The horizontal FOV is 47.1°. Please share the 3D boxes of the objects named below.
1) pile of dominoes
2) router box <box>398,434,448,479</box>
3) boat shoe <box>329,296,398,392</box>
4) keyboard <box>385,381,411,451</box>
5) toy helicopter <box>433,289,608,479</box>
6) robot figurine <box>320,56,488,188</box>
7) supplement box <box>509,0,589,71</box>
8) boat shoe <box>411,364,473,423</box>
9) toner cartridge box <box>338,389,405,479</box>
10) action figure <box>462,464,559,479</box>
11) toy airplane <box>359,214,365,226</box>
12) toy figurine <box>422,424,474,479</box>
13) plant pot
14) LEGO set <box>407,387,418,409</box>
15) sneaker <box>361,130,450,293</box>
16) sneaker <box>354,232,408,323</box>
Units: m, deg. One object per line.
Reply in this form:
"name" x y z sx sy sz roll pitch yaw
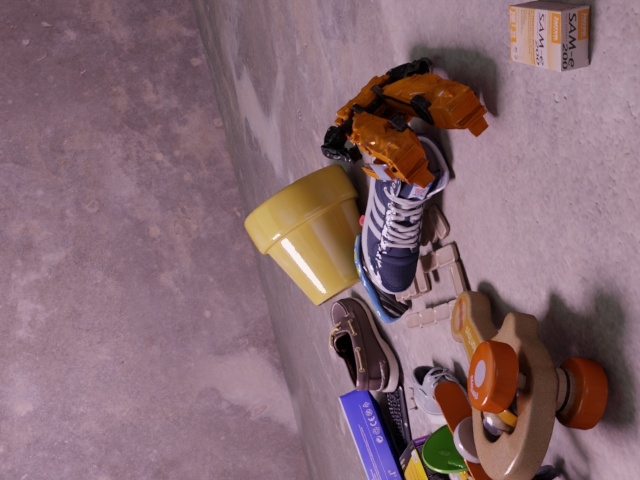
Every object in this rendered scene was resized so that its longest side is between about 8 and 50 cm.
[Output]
"pile of dominoes" 0.192 0.049 1.290 0.251 0.040 0.196 145 115 -67
"router box" 0.220 0.501 1.551 0.179 0.046 0.133 98 154 -59
"boat shoe" 0.078 0.237 1.723 0.324 0.096 0.117 -121 35 -54
"keyboard" 0.174 0.397 1.691 0.108 0.023 0.180 -146 45 -71
"toy helicopter" 0.230 0.188 0.992 0.355 0.140 0.235 -95 17 -66
"robot figurine" 0.111 -0.171 1.070 0.085 0.211 0.291 47 180 -24
"supplement box" 0.241 -0.218 0.779 0.098 0.036 0.062 -132 31 -63
"boat shoe" 0.208 0.265 1.298 0.227 0.079 0.081 172 80 -80
"toner cartridge box" 0.148 0.528 1.708 0.165 0.075 0.348 62 -174 -59
"action figure" 0.253 0.487 0.941 0.248 0.275 0.370 99 171 -57
"toy airplane" 0.129 -0.020 1.442 0.151 0.028 0.151 48 155 31
"toy figurine" 0.267 0.395 1.187 0.173 0.130 0.159 0 119 52
"plant pot" 0.000 0.000 1.597 0.239 0.254 0.254 58 164 7
"LEGO set" 0.202 0.318 1.513 0.054 0.023 0.083 66 150 31
"sneaker" 0.137 -0.043 1.188 0.153 0.099 0.282 -157 66 -73
"sneaker" 0.119 0.071 1.471 0.067 0.078 0.188 79 168 -81
